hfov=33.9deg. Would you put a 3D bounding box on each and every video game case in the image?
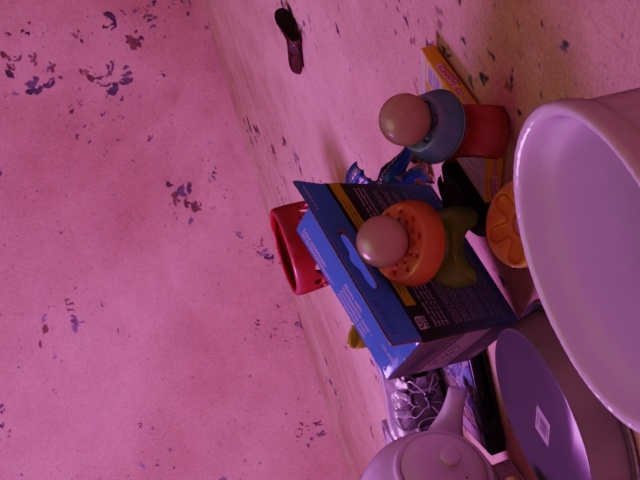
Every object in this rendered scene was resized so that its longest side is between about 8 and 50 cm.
[{"bbox_3d":[0.219,0.191,1.764,0.275,0.035,0.248,-133,27,-68],"label":"video game case"}]

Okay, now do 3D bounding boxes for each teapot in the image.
[{"bbox_3d":[0.177,0.386,1.598,0.256,0.252,0.187,50,144,34],"label":"teapot"}]

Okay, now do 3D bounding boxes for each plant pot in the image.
[{"bbox_3d":[0.000,0.000,2.197,0.191,0.174,0.191,161,90,-80],"label":"plant pot"}]

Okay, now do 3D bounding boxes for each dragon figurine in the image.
[{"bbox_3d":[0.094,-0.079,1.632,0.289,0.144,0.085,85,163,-54],"label":"dragon figurine"}]

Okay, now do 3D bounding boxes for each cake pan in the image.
[{"bbox_3d":[0.301,0.222,1.324,0.293,0.054,0.293,161,90,-80],"label":"cake pan"}]

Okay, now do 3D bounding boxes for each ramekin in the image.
[{"bbox_3d":[0.276,0.005,0.832,0.277,0.135,0.277,161,90,-81],"label":"ramekin"}]

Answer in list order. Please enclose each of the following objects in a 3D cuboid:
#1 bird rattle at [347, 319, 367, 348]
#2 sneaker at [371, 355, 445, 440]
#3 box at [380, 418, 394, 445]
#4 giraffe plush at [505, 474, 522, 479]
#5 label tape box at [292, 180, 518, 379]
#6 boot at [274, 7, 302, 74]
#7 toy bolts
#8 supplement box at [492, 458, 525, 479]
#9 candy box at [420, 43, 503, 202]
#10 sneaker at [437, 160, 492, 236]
[{"bbox_3d":[0.097,0.082,1.996,0.207,0.143,0.254,29,-137,-80],"label":"bird rattle"},{"bbox_3d":[0.162,0.268,1.811,0.281,0.105,0.115,65,162,15],"label":"sneaker"},{"bbox_3d":[0.212,0.442,2.014,0.182,0.119,0.181,-126,19,-59],"label":"box"},{"bbox_3d":[0.288,0.407,1.412,0.181,0.210,0.170,26,124,29],"label":"giraffe plush"},{"bbox_3d":[0.088,0.048,1.361,0.333,0.106,0.241,-2,-124,-54],"label":"label tape box"},{"bbox_3d":[-0.065,-0.417,2.210,0.114,0.037,0.106,80,170,-61],"label":"boot"},{"bbox_3d":[0.146,-0.065,1.191,0.218,0.158,0.229,-8,80,48],"label":"toy bolts"},{"bbox_3d":[0.308,0.401,1.657,0.098,0.036,0.062,-123,18,-56],"label":"supplement box"},{"bbox_3d":[0.181,-0.154,1.365,0.105,0.027,0.206,79,168,-50],"label":"candy box"},{"bbox_3d":[0.197,-0.046,1.421,0.089,0.051,0.170,82,170,-47],"label":"sneaker"}]
